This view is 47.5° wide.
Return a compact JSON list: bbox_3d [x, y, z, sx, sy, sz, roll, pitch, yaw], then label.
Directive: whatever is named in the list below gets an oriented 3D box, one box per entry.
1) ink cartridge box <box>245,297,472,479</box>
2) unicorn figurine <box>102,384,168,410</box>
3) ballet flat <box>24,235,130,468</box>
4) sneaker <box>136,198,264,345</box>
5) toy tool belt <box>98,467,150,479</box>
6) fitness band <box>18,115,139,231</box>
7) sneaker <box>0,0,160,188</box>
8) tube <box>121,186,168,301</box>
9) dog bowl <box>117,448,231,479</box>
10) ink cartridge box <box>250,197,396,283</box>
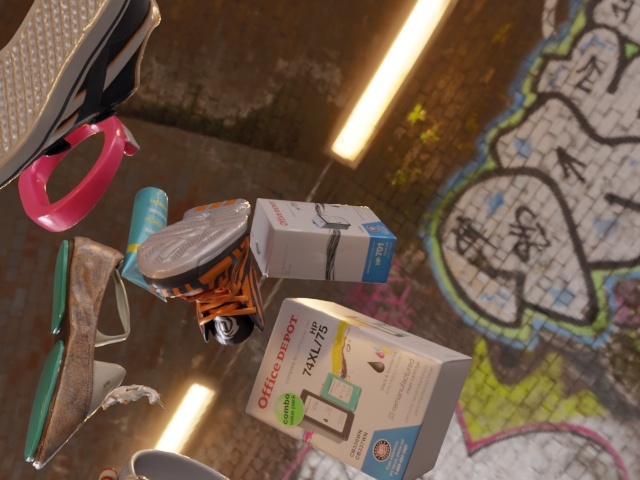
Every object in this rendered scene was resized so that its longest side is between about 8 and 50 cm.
[{"bbox_3d":[0.063,0.229,1.154,0.197,0.270,0.198,16,-87,-65],"label":"ink cartridge box"},{"bbox_3d":[-0.426,0.343,1.606,0.111,0.162,0.060,41,-124,-83],"label":"unicorn figurine"},{"bbox_3d":[-0.306,0.139,0.955,0.106,0.315,0.107,14,-30,-26],"label":"ballet flat"},{"bbox_3d":[-0.126,0.058,0.916,0.321,0.125,0.180,-63,-37,-76],"label":"sneaker"},{"bbox_3d":[-0.213,0.291,0.815,0.052,0.083,0.051,-56,12,18],"label":"toy tool belt"},{"bbox_3d":[-0.409,-0.126,1.209,0.209,0.291,0.054,-43,-53,-2],"label":"fitness band"},{"bbox_3d":[-0.294,-0.165,0.806,0.321,0.126,0.127,-47,-17,8],"label":"sneaker"},{"bbox_3d":[-0.263,0.001,1.105,0.080,0.207,0.052,32,-60,-32],"label":"tube"},{"bbox_3d":[-0.200,0.434,1.107,0.104,0.265,0.265,-59,-21,-1],"label":"dog bowl"},{"bbox_3d":[0.000,0.000,1.114,0.191,0.139,0.082,5,-69,-19],"label":"ink cartridge box"}]
